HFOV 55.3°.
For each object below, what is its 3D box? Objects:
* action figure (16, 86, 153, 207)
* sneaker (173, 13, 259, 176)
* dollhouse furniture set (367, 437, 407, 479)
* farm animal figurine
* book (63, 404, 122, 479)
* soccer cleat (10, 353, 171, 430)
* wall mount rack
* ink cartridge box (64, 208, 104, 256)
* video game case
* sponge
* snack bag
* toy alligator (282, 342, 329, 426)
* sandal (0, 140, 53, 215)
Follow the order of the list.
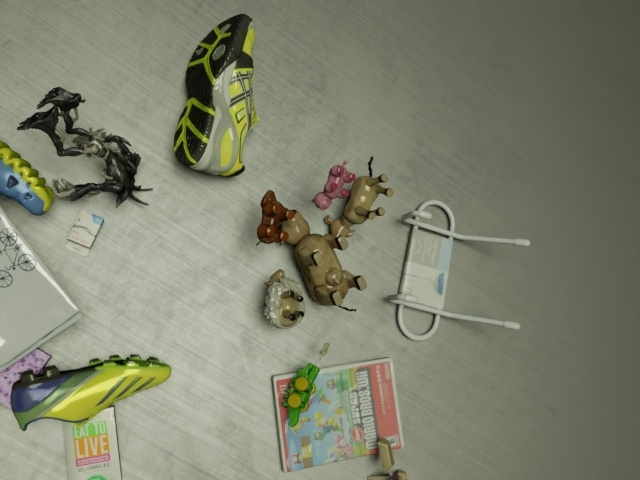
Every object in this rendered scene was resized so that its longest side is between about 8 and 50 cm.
[{"bbox_3d":[-0.457,-0.165,1.210,0.276,0.141,0.164,56,32,-42],"label":"action figure"},{"bbox_3d":[-0.208,-0.316,1.342,0.147,0.145,0.385,29,68,-45],"label":"sneaker"},{"bbox_3d":[0.132,0.494,1.357,0.091,0.081,0.114,-4,82,-63],"label":"dollhouse furniture set"},{"bbox_3d":[0.000,0.000,1.335,0.330,0.172,0.327,-13,98,-28],"label":"farm animal figurine"},{"bbox_3d":[-0.441,0.401,1.181,0.096,0.035,0.144,-7,85,-16],"label":"book"},{"bbox_3d":[-0.431,0.290,1.166,0.289,0.093,0.121,-5,89,-25],"label":"soccer cleat"},{"bbox_3d":[0.320,0.074,1.440,0.304,0.130,0.350,15,77,-16],"label":"wall mount rack"},{"bbox_3d":[-0.478,-0.015,1.235,0.048,0.028,0.083,24,75,-14],"label":"ink cartridge box"},{"bbox_3d":[0.041,0.380,1.351,0.285,0.025,0.204,-5,83,-19],"label":"video game case"},{"bbox_3d":[-0.630,0.212,1.144,0.210,0.031,0.117,36,73,-10],"label":"sponge"},{"bbox_3d":[-0.664,0.107,1.091,0.342,0.037,0.323,-35,98,-9],"label":"snack bag"},{"bbox_3d":[-0.039,0.299,1.299,0.051,0.056,0.190,15,72,26],"label":"toy alligator"},{"bbox_3d":[-0.655,-0.145,1.157,0.317,0.126,0.138,38,80,-3],"label":"sandal"}]
